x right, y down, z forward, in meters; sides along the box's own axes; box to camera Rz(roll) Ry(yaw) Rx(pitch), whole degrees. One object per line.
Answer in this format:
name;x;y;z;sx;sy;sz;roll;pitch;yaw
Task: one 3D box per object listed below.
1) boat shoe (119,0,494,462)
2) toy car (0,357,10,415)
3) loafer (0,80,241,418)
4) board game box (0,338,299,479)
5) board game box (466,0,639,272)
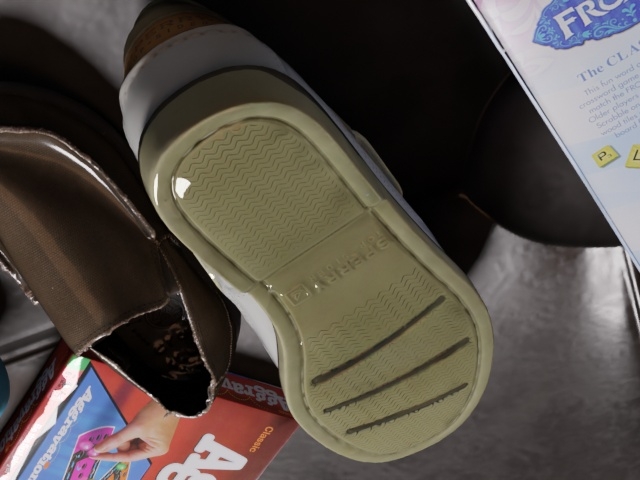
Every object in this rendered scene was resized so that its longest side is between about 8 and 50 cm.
boat shoe;0.000;0.000;0.701;0.113;0.103;0.302;-27;139;2
toy car;-0.279;0.159;0.679;0.210;0.238;0.219;31;118;-32
loafer;-0.104;0.010;0.699;0.080;0.078;0.220;-33;129;15
board game box;-0.143;0.173;0.863;0.145;0.027;0.281;19;123;-28
board game box;0.266;-0.105;0.697;0.318;0.066;0.318;-30;130;12
